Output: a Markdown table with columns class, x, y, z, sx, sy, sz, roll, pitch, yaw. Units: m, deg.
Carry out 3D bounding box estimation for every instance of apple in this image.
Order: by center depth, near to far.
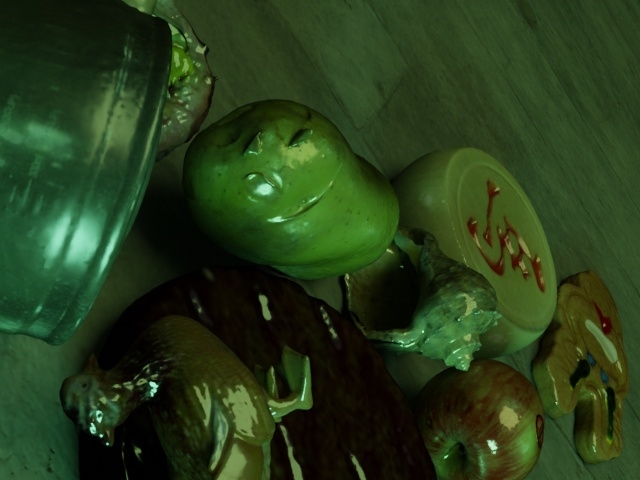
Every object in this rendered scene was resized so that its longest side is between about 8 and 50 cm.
| class | x | y | z | sx | sy | sz | roll | pitch | yaw |
| --- | --- | --- | --- | --- | --- | --- | --- | --- | --- |
| apple | 0.170 | 0.196 | 1.199 | 0.131 | 0.146 | 0.146 | -36 | 99 | -44 |

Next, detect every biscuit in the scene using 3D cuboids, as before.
| class | x | y | z | sx | sy | sz | roll | pitch | yaw |
| --- | --- | --- | --- | --- | --- | --- | --- | --- | --- |
| biscuit | -0.038 | 0.216 | 0.948 | 0.407 | 0.091 | 0.407 | 33 | 42 | -36 |
| biscuit | 0.387 | 0.164 | 1.617 | 0.202 | 0.047 | 0.334 | 52 | 34 | -18 |

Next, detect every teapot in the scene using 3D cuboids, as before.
| class | x | y | z | sx | sy | sz | roll | pitch | yaw |
| --- | --- | --- | --- | --- | --- | --- | --- | --- | --- |
| teapot | -0.221 | -0.107 | 0.731 | 0.239 | 0.322 | 0.239 | 19 | 21 | -21 |

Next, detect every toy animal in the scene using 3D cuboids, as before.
| class | x | y | z | sx | sy | sz | roll | pitch | yaw |
| --- | --- | --- | --- | --- | --- | --- | --- | --- | --- |
| toy animal | -0.085 | 0.142 | 0.792 | 0.179 | 0.089 | 0.188 | -11 | 73 | -39 |

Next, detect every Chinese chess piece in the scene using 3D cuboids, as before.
| class | x | y | z | sx | sy | sz | roll | pitch | yaw |
| --- | --- | --- | --- | --- | --- | --- | --- | --- | --- |
| Chinese chess piece | 0.188 | 0.013 | 1.387 | 0.273 | 0.102 | 0.273 | 34 | 44 | -39 |

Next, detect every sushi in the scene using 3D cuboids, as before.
| class | x | y | z | sx | sy | sz | roll | pitch | yaw |
| --- | --- | --- | --- | --- | --- | --- | --- | --- | --- |
| sushi | -0.196 | -0.132 | 0.942 | 0.241 | 0.107 | 0.161 | -25 | 90 | -50 |

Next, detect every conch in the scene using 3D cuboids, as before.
| class | x | y | z | sx | sy | sz | roll | pitch | yaw |
| --- | --- | --- | --- | --- | --- | --- | --- | --- | --- |
| conch | 0.101 | 0.057 | 1.207 | 0.155 | 0.130 | 0.207 | -7 | 55 | -30 |

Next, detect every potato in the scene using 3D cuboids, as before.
| class | x | y | z | sx | sy | sz | roll | pitch | yaw |
| --- | --- | --- | --- | --- | --- | --- | --- | --- | --- |
| potato | -0.024 | -0.042 | 1.016 | 0.248 | 0.169 | 0.143 | 26 | 82 | -54 |
